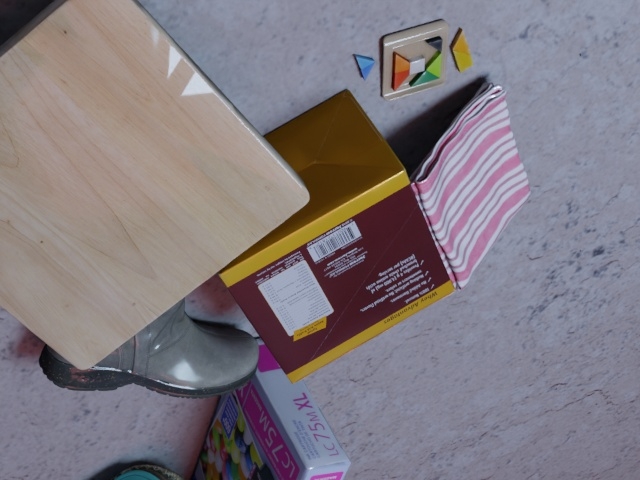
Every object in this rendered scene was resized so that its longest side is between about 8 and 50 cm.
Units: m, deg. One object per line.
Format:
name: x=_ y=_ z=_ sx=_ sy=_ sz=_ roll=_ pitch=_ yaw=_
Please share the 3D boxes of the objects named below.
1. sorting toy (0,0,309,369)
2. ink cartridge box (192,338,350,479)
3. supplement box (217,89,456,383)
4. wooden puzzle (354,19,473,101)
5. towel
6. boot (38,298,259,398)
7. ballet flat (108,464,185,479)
sorting toy: x=-0.188 y=-0.061 z=0.965 sx=0.255 sy=0.089 sz=0.257 roll=-37 pitch=122 yaw=10
ink cartridge box: x=-0.072 y=0.283 z=1.322 sx=0.065 sy=0.186 sz=0.311 roll=-6 pitch=133 yaw=-29
supplement box: x=0.000 y=0.000 z=1.132 sx=0.191 sy=0.129 sz=0.194 roll=-30 pitch=138 yaw=-1
wooden puzzle: x=0.091 y=-0.168 z=1.109 sx=0.116 sy=0.014 sz=0.079 roll=-23 pitch=137 yaw=-8
towel: x=0.160 y=-0.051 z=1.203 sx=0.144 sy=0.029 sz=0.197 roll=-51 pitch=143 yaw=-18
boot: x=-0.147 y=0.070 z=1.159 sx=0.246 sy=0.083 sz=0.161 roll=4 pitch=122 yaw=-34
ballet flat: x=-0.307 y=0.461 z=1.302 sx=0.483 sy=0.164 sz=0.182 roll=-45 pitch=150 yaw=-20
